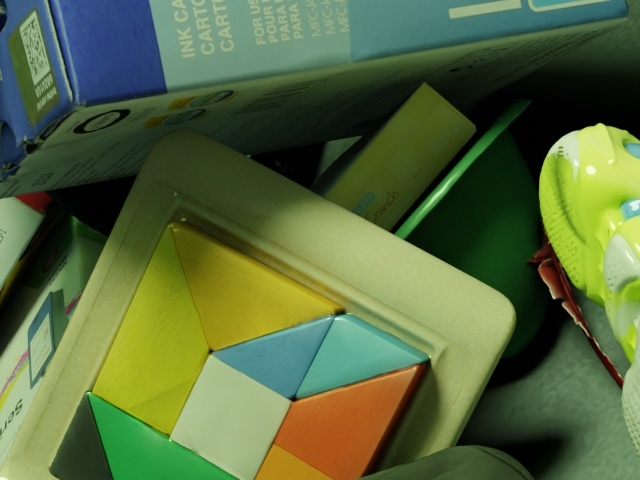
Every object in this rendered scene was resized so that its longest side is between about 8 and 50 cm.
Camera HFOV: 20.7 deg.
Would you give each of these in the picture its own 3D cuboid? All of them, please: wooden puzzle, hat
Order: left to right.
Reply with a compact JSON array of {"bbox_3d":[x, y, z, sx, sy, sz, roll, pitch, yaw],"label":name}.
[{"bbox_3d":[-0.043,0.089,0.927,0.239,0.221,0.044,-63,-15,5],"label":"wooden puzzle"},{"bbox_3d":[0.123,0.044,1.010,0.173,0.183,0.208,-51,-4,37],"label":"hat"}]

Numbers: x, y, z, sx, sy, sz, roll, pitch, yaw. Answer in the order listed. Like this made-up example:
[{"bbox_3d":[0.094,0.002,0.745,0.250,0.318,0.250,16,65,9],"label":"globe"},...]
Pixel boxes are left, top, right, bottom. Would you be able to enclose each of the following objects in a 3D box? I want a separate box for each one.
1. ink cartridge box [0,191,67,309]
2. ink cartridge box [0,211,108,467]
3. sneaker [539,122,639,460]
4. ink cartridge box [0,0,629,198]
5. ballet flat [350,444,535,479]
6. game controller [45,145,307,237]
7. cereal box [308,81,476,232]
[{"bbox_3d":[-0.251,-0.046,1.297,0.272,0.130,0.309,-56,6,20],"label":"ink cartridge box"},{"bbox_3d":[-0.159,0.099,1.165,0.154,0.093,0.212,-54,27,21],"label":"ink cartridge box"},{"bbox_3d":[0.201,0.034,0.854,0.126,0.091,0.240,-10,59,-14],"label":"sneaker"},{"bbox_3d":[-0.064,-0.133,1.014,0.395,0.151,0.270,-13,-4,-23],"label":"ink cartridge box"},{"bbox_3d":[-0.025,0.173,0.852,0.280,0.095,0.096,-25,5,11],"label":"ballet flat"},{"bbox_3d":[-0.092,-0.090,1.248,0.067,0.166,0.319,-37,15,33],"label":"game controller"},{"bbox_3d":[0.000,0.000,1.087,0.173,0.047,0.240,-50,4,-11],"label":"cereal box"}]
